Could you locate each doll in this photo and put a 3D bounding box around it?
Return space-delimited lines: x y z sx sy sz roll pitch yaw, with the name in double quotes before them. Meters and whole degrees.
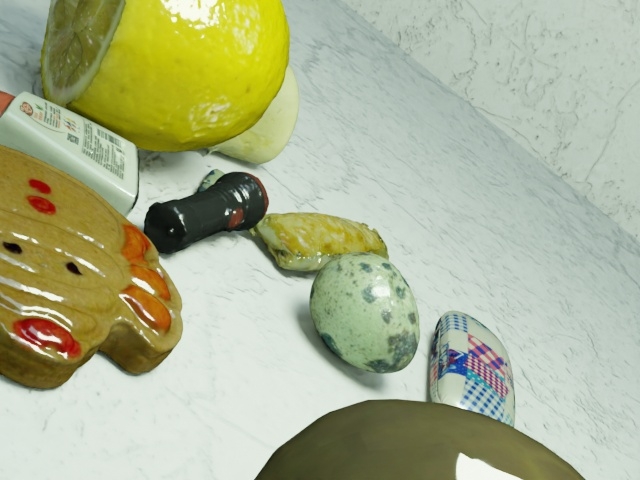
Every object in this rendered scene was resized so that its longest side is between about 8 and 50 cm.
"doll" -0.159 -0.084 1.772 0.037 0.027 0.125 28 22 -5

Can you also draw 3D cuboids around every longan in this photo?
"longan" 0.100 0.318 0.968 0.404 0.336 0.404 43 -16 15

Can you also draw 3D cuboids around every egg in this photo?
"egg" 0.062 0.100 1.599 0.141 0.141 0.182 3 49 -56

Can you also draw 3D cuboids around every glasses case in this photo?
"glasses case" 0.223 0.200 1.737 0.125 0.076 0.327 34 21 -6

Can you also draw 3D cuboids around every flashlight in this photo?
"flashlight" -0.153 -0.037 1.604 0.093 0.093 0.232 42 24 9

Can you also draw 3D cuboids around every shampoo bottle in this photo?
"shampoo bottle" -0.365 -0.132 1.489 0.284 0.071 0.153 26 27 -22

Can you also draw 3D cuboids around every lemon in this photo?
"lemon" -0.204 -0.286 1.674 0.364 0.364 0.364 32 22 -15

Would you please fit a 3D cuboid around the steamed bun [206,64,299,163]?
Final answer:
"steamed bun" -0.154 -0.257 1.942 0.232 0.166 0.273 25 25 -34

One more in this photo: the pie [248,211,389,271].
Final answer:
"pie" 0.000 0.000 1.806 0.282 0.068 0.128 0 42 -52

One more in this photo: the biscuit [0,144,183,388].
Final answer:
"biscuit" -0.310 0.018 1.286 0.359 0.074 0.381 22 23 -30
